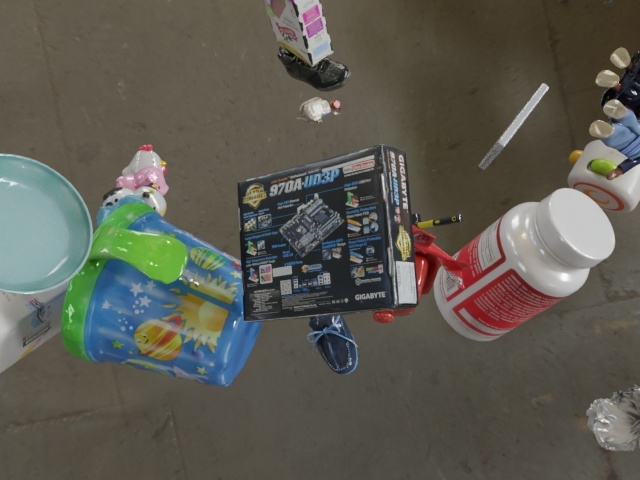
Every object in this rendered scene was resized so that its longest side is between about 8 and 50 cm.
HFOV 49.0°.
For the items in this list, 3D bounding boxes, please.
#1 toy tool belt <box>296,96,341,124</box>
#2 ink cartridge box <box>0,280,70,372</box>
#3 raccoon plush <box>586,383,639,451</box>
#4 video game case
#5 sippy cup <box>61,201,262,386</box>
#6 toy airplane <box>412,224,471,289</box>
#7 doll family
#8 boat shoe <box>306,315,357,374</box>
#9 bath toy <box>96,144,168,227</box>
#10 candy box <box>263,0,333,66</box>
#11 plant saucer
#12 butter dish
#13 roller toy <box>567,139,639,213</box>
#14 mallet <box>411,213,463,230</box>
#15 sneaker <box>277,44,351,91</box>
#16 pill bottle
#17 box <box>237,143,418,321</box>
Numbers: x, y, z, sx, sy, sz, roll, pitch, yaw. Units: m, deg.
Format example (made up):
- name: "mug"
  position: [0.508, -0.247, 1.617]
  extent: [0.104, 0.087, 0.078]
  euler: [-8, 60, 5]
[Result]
- name: "toy tool belt"
  position: [-0.005, -0.260, 1.409]
  extent: [0.083, 0.051, 0.052]
  euler: [-21, 92, -29]
- name: "ink cartridge box"
  position: [-0.479, 0.076, 1.057]
  extent: [0.171, 0.232, 0.168]
  euler: [44, 134, 5]
- name: "raccoon plush"
  position: [0.627, 0.184, 1.064]
  extent: [0.446, 0.299, 0.216]
  euler: [-18, 66, 21]
- name: "video game case"
  position: [0.517, -0.302, 1.887]
  extent: [0.023, 0.193, 0.212]
  euler: [38, 79, 6]
- name: "sippy cup"
  position: [-0.200, 0.091, 0.982]
  extent: [0.223, 0.305, 0.240]
  euler: [19, 100, 8]
- name: "toy airplane"
  position: [0.159, 0.012, 1.019]
  extent: [0.151, 0.151, 0.028]
  euler: [40, 77, -1]
- name: "doll family"
  position: [0.332, -0.146, 0.677]
  extent: [0.193, 0.111, 0.076]
  euler: [-48, 49, 21]
- name: "boat shoe"
  position: [0.003, 0.197, 1.656]
  extent: [0.109, 0.089, 0.258]
  euler: [-33, 59, 7]
- name: "bath toy"
  position: [-0.450, -0.133, 1.756]
  extent: [0.151, 0.348, 0.129]
  euler: [14, 117, -11]
- name: "candy box"
  position: [-0.064, -0.538, 1.619]
  extent: [0.071, 0.233, 0.159]
  euler: [-37, 52, -12]
- name: "plant saucer"
  position: [-0.240, -0.011, 0.548]
  extent: [0.021, 0.119, 0.119]
  euler: [-33, 91, 42]
- name: "butter dish"
  position: [0.113, 0.084, 1.187]
  extent: [0.159, 0.160, 0.118]
  euler: [10, 61, 4]
- name: "roller toy"
  position: [0.788, -0.178, 1.908]
  extent: [0.191, 0.209, 0.146]
  euler: [33, 83, -12]
- name: "mallet"
  position: [0.245, -0.028, 1.529]
  extent: [0.039, 0.189, 0.063]
  euler: [-1, 92, -28]
- name: "sneaker"
  position: [-0.028, -0.465, 1.835]
  extent: [0.227, 0.130, 0.087]
  euler: [30, 85, 37]
- name: "pill bottle"
  position: [0.459, 0.058, 1.612]
  extent: [0.228, 0.408, 0.229]
  euler: [14, 56, -21]
- name: "box"
  position: [0.000, 0.000, 0.805]
  extent: [0.220, 0.051, 0.175]
  euler: [-11, 79, 37]
